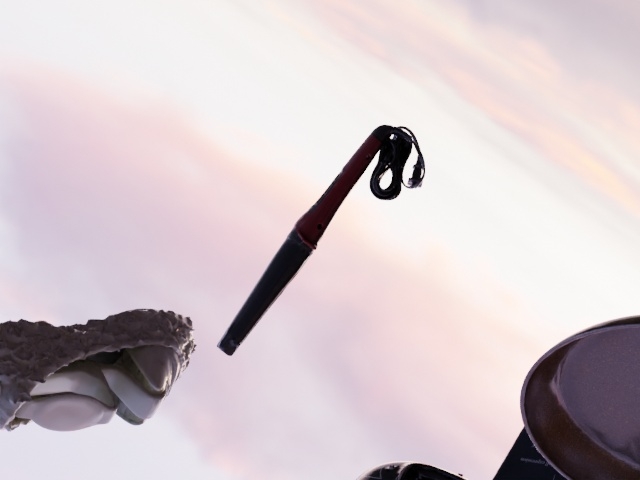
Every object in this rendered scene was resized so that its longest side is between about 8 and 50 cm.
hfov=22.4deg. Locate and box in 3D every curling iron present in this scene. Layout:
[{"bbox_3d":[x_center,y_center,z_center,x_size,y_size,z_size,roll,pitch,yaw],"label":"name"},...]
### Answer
[{"bbox_3d":[0.000,0.000,1.496,0.068,0.274,0.035,42,172,7],"label":"curling iron"}]

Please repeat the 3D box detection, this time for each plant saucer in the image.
[{"bbox_3d":[0.341,0.163,1.496,0.310,0.310,0.050,27,-129,-7],"label":"plant saucer"}]

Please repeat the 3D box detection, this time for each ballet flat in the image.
[{"bbox_3d":[-0.265,0.167,1.877,0.147,0.147,0.409,37,-159,29],"label":"ballet flat"}]

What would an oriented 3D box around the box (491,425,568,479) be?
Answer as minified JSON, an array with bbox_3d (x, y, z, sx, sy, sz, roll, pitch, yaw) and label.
[{"bbox_3d":[0.414,0.489,2.576,0.293,0.395,0.212,5,134,39],"label":"box"}]

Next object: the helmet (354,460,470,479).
[{"bbox_3d":[0.096,0.325,1.815,0.161,0.169,0.169,12,-164,-7],"label":"helmet"}]
